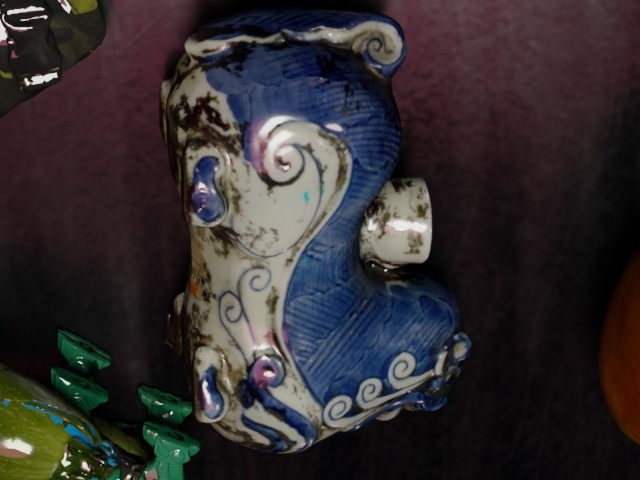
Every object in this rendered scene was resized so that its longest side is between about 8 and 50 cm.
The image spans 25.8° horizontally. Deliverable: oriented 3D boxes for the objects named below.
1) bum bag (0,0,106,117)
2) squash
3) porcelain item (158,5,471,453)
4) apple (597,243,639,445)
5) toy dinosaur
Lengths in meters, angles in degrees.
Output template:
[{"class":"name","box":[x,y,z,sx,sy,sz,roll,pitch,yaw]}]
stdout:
[{"class":"bum bag","box":[-0.227,-0.097,0.822,0.232,0.060,0.107,-41,100,12]},{"class":"squash","box":[-0.255,0.087,0.840,0.331,0.087,0.087,22,112,9]},{"class":"porcelain item","box":[0.000,0.000,0.837,0.186,0.138,0.288,-6,115,-11]},{"class":"apple","box":[0.287,0.055,0.833,0.229,0.230,0.230,-1,114,-2]},{"class":"toy dinosaur","box":[-0.131,0.165,0.927,0.259,0.094,0.153,23,108,-16]}]
